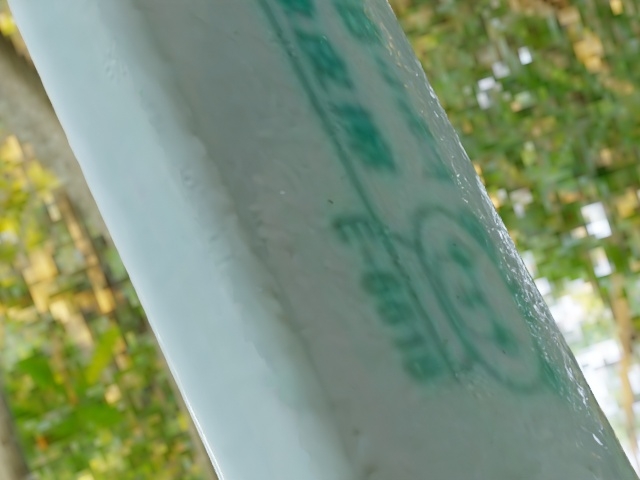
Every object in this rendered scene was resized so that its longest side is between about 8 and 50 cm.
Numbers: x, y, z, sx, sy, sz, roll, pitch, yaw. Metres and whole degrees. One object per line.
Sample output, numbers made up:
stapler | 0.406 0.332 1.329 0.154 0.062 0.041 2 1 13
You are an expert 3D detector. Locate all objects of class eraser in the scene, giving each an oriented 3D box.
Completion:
eraser | 0.000 0.000 0.779 0.104 0.290 0.189 -37 156 26
